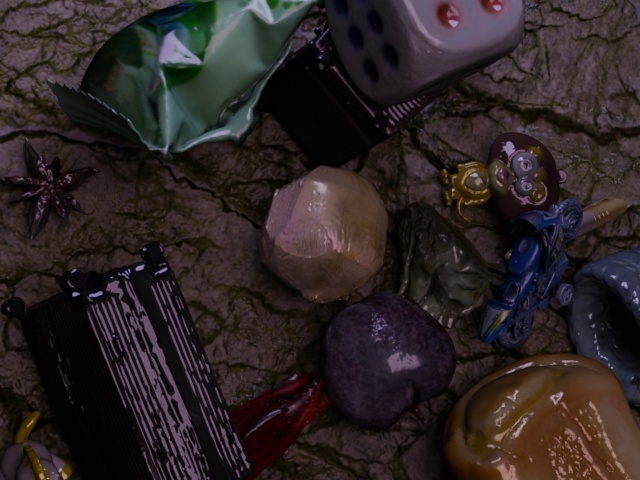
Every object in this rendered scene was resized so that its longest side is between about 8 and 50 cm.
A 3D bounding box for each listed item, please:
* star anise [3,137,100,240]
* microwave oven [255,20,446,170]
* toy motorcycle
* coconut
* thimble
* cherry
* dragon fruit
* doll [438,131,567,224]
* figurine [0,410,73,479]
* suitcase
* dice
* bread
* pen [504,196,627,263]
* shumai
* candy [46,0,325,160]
[{"bbox_3d":[-0.370,-0.058,1.884,0.124,0.056,0.129,23,74,-16],"label":"star anise"},{"bbox_3d":[0.044,-0.228,1.967,0.188,0.247,0.178,48,66,-9],"label":"microwave oven"},{"bbox_3d":[0.310,0.043,2.068,0.135,0.092,0.254,29,86,-48],"label":"toy motorcycle"},{"bbox_3d":[0.002,0.000,1.950,0.194,0.194,0.194,3,80,-20],"label":"coconut"},{"bbox_3d":[0.497,0.129,2.096,0.172,0.205,0.250,-13,60,-27],"label":"thimble"},{"bbox_3d":[0.090,0.165,1.954,0.195,0.195,0.195,3,80,-20],"label":"cherry"},{"bbox_3d":[-0.082,0.237,1.908,0.192,0.122,0.092,-38,58,-3],"label":"dragon fruit"},{"bbox_3d":[0.280,-0.080,2.113,0.188,0.096,0.145,-29,85,-12],"label":"doll"},{"bbox_3d":[-0.362,0.307,1.771,0.109,0.178,0.130,-9,112,-16],"label":"figurine"},{"bbox_3d":[-0.249,0.194,1.792,0.152,0.229,0.335,-22,90,-35],"label":"suitcase"},{"bbox_3d":[0.132,-0.293,1.781,0.192,0.194,0.193,-24,90,-29],"label":"dice"},{"bbox_3d":[0.311,0.312,2.007,0.315,0.211,0.270,-30,85,-30],"label":"bread"},{"bbox_3d":[0.381,-0.019,2.169,0.233,0.032,0.040,-23,89,-22],"label":"pen"},{"bbox_3d":[0.158,0.042,2.046,0.142,0.184,0.184,-44,98,7],"label":"shumai"},{"bbox_3d":[-0.157,-0.269,1.896,0.398,0.263,0.172,-47,131,-19],"label":"candy"}]
